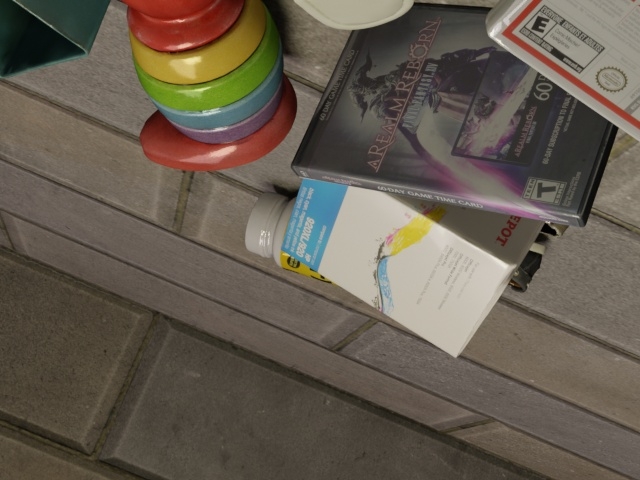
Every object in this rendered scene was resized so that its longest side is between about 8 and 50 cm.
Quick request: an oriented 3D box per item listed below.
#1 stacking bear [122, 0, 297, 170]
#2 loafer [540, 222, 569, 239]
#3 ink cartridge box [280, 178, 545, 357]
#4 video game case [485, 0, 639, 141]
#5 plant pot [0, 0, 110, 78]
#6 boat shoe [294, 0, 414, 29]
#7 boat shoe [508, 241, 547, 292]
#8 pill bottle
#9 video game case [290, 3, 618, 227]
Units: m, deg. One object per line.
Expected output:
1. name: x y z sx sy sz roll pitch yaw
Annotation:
1. stacking bear: -0.129 -0.215 1.022 0.164 0.175 0.289 17 155 22
2. loafer: 0.192 -0.054 1.200 0.251 0.087 0.094 7 157 39
3. ink cartridge box: 0.110 -0.028 1.094 0.233 0.171 0.168 32 139 10
4. video game case: 0.268 -0.175 0.603 0.204 0.025 0.285 29 127 -21
5. plant pot: -0.240 -0.281 0.810 0.166 0.234 0.165 34 159 -36
6. boat shoe: -0.013 -0.255 0.738 0.116 0.099 0.319 -12 165 19
7. boat shoe: 0.201 0.014 1.310 0.233 0.079 0.084 17 -170 -38
8. pill bottle: 0.000 0.000 1.542 0.209 0.119 0.119 17 162 16
9. video game case: 0.127 -0.122 0.899 0.274 0.196 0.026 12 158 29
